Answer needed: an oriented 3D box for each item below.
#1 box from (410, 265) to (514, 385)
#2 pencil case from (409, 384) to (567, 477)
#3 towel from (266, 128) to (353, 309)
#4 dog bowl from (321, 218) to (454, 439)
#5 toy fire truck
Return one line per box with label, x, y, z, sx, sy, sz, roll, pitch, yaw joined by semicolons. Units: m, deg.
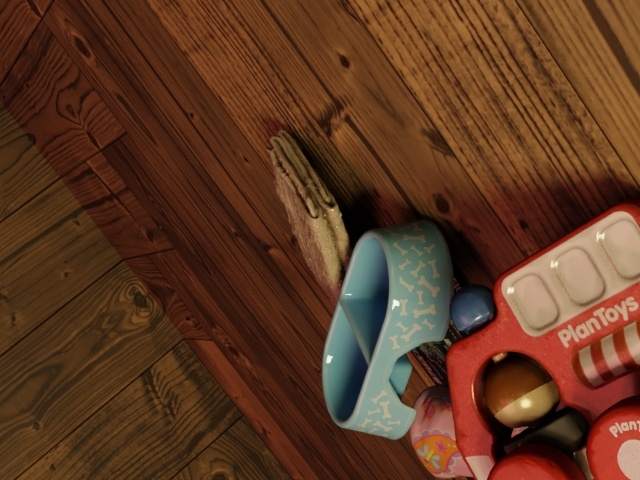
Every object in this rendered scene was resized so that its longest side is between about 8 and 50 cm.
box;0.172;0.133;1.493;0.220;0.051;0.175;53;160;-10
pencil case;0.230;0.215;1.332;0.284;0.124;0.124;-16;114;53
towel;0.000;0.000;1.551;0.187;0.049;0.282;-121;8;-45
dog bowl;0.073;0.110;1.404;0.166;0.074;0.297;-115;33;-50
toy fire truck;0.239;0.129;1.075;0.302;0.169;0.254;-35;78;41
